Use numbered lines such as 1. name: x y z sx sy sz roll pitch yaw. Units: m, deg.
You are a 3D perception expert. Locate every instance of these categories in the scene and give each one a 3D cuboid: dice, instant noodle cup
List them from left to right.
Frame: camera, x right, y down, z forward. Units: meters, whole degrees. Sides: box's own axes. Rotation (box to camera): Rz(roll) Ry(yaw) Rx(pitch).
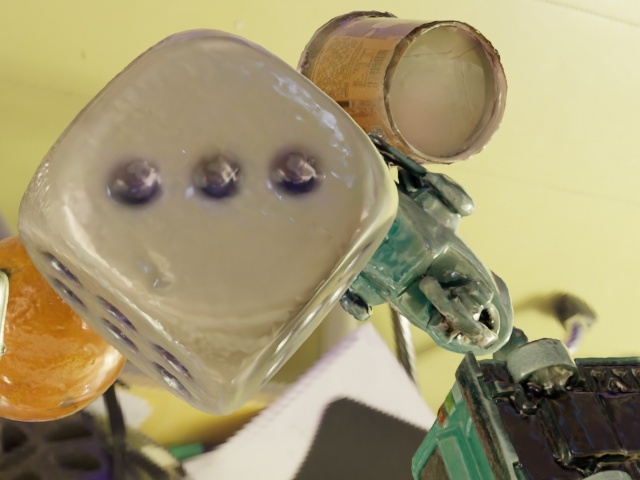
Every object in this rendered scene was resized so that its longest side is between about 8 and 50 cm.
1. dice: -0.074 -0.011 0.909 0.192 0.193 0.194 -47 174 -16
2. instant noodle cup: 0.103 -0.183 1.668 0.217 0.207 0.217 -3 97 -26

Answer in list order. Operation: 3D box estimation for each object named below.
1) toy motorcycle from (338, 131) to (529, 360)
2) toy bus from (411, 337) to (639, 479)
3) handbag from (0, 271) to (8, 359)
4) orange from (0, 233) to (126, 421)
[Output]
1. toy motorcycle: 0.088 0.016 1.243 0.154 0.260 0.206 -45 152 6
2. toy bus: 0.201 0.150 0.868 0.256 0.128 0.147 2 137 -23
3. handbag: -0.479 0.142 1.582 0.256 0.079 0.219 -14 117 -48
4. orange: -0.449 0.136 2.154 0.312 0.312 0.312 -8 127 -11
